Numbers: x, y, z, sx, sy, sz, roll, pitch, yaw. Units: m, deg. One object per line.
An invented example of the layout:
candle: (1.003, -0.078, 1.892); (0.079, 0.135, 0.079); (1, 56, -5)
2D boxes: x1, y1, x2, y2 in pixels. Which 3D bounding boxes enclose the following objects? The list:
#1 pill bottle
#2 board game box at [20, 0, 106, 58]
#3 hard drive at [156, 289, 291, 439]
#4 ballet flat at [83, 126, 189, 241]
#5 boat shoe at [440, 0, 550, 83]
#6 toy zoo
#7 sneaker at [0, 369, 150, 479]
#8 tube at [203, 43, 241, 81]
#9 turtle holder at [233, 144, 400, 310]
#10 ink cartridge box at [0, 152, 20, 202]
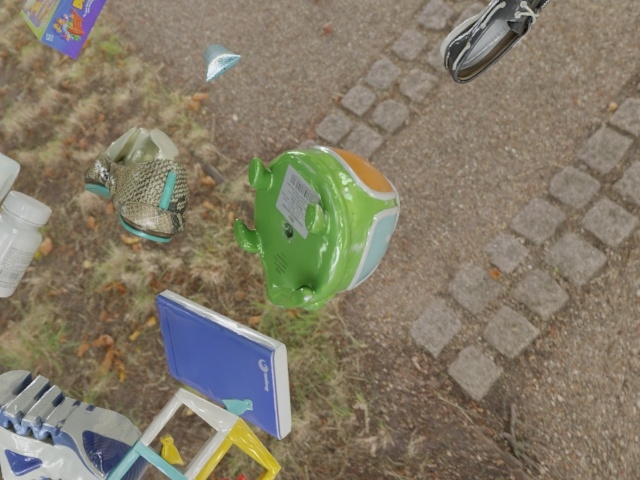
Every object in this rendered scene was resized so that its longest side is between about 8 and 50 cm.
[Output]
pill bottle: (-0.738, 0.006, 1.443); (0.131, 0.131, 0.229); (30, 91, 40)
board game box: (-0.551, -0.553, 1.342); (0.233, 0.078, 0.347); (-58, 40, 8)
hard drive: (-0.196, 0.240, 1.211); (0.318, 0.210, 0.040); (18, 34, 34)
ballet flat: (-0.349, -0.132, 1.199); (0.482, 0.164, 0.182); (25, 97, 59)
boat shoe: (0.148, -0.175, 0.483); (0.125, 0.046, 0.038); (-36, 47, 33)
toy zoo: (-0.191, 0.349, 0.869); (0.293, 0.192, 0.030); (-51, 7, -17)
sneaker: (-0.467, 0.382, 1.108); (0.182, 0.315, 0.127); (-61, -3, 29)
tube: (-0.199, -0.351, 1.211); (0.080, 0.052, 0.207); (-41, 26, 5)
turtle holder: (0.012, -0.002, 1.035); (0.227, 0.321, 0.243); (-15, 20, -37)
ink cartridge box: (-0.598, -0.081, 0.712); (0.308, 0.385, 0.091); (-38, 29, 36)
